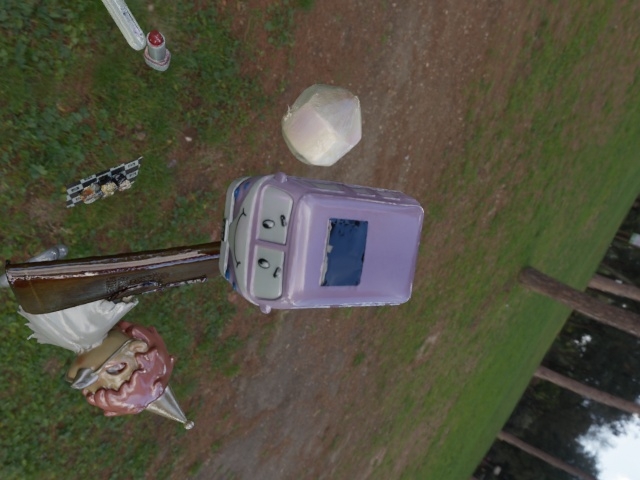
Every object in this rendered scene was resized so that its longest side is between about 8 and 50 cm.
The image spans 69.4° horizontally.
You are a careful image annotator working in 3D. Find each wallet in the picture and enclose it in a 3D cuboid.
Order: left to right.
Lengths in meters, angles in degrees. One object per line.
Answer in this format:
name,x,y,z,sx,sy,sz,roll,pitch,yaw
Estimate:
wallet,-0.223,0.041,0.567,0.256,0.031,0.137,-8,160,-25

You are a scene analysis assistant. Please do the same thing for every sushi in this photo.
sushi,-0.599,-0.144,1.301,0.210,0.040,0.193,-31,179,-33

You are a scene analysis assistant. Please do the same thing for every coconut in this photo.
coconut,0.013,-0.334,1.305,0.224,0.224,0.234,-26,163,-49

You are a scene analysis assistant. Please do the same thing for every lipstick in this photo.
lipstick,-0.406,-0.482,1.150,0.063,0.186,0.057,23,85,-18

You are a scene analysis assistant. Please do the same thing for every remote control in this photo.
remote control,-0.650,-0.740,1.525,0.078,0.042,0.221,-77,148,-50

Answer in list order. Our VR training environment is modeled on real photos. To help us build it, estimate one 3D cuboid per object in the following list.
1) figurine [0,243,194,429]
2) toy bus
figurine,-0.351,0.187,0.754,0.386,0.207,0.166,62,14,-18
toy bus,0.000,0.000,0.517,0.203,0.142,0.141,3,100,-31
